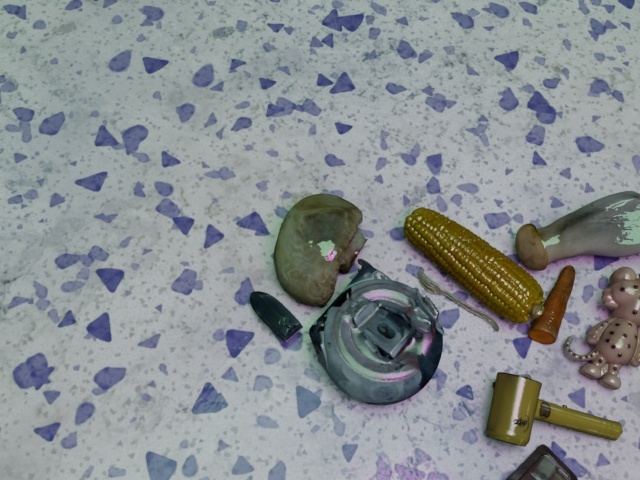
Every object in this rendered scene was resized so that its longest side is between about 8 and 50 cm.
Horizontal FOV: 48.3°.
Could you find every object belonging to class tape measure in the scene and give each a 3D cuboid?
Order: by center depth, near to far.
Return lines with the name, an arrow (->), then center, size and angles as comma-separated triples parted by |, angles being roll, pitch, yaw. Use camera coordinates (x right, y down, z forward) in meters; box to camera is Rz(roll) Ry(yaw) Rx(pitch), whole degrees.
tape measure -> 0.118, 0.203, 1.490 | 0.275, 0.147, 0.256 | 36, 68, 15

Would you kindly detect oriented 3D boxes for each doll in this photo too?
doll -> 0.656, 0.186, 1.558 | 0.154, 0.119, 0.278 | 37, 77, 15

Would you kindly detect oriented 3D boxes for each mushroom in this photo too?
mushroom -> -0.006, -0.006, 1.575 | 0.190, 0.164, 0.267 | 29, 66, 9
mushroom -> 0.613, -0.012, 1.636 | 0.329, 0.122, 0.159 | -16, 40, -9

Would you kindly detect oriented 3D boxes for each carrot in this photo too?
carrot -> 0.531, 0.134, 1.603 | 0.061, 0.061, 0.209 | 28, 61, 10

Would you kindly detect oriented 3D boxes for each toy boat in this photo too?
toy boat -> -0.104, 0.156, 1.550 | 0.055, 0.060, 0.141 | -40, 65, -19

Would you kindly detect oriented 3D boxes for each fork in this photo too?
fork -> 0.305, 0.138, 1.600 | 0.219, 0.034, 0.028 | 37, 41, 12

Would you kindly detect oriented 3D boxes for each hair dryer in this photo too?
hair dryer -> 0.483, 0.371, 1.465 | 0.279, 0.090, 0.134 | 16, 76, -6

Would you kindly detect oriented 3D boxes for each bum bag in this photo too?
bum bag -> 0.435, 0.496, 1.435 | 0.159, 0.026, 0.109 | -35, 71, -24

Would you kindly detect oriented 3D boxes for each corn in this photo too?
corn -> 0.341, 0.051, 1.593 | 0.363, 0.120, 0.120 | 38, 68, 15

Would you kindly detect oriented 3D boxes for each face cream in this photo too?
face cream -> 0.410, 0.307, 1.525 | 0.083, 0.021, 0.040 | -3, 66, -4
